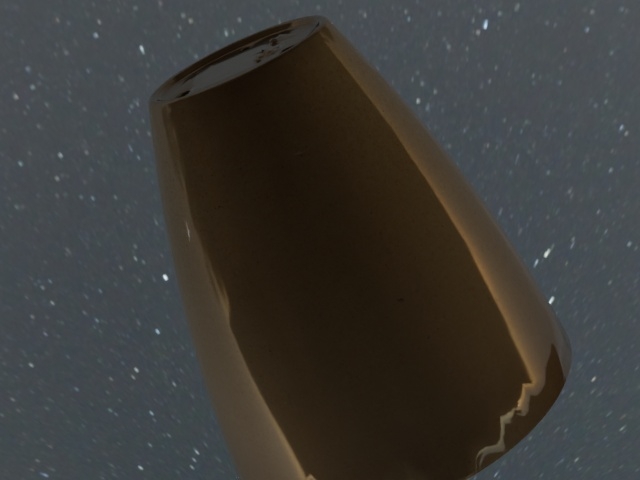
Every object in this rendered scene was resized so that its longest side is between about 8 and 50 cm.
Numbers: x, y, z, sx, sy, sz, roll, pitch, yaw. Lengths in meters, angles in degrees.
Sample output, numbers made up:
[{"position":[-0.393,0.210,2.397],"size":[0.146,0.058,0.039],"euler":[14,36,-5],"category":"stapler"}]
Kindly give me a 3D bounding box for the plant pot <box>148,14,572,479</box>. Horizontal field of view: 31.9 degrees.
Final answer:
[{"position":[0.000,0.000,0.758],"size":[0.256,0.256,0.274],"euler":[-29,-70,-7],"category":"plant pot"}]
